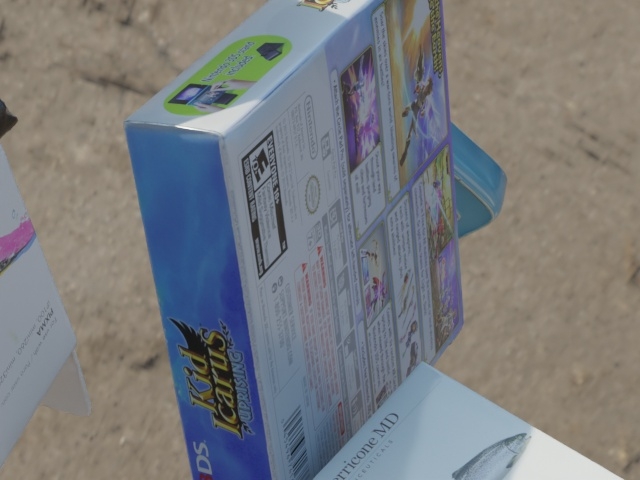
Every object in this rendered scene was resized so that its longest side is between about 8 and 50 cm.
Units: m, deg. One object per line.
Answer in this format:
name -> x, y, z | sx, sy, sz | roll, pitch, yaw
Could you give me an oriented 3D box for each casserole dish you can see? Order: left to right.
casserole dish -> 0.073, -0.044, 1.274 | 0.188, 0.114, 0.037 | 36, 38, -45

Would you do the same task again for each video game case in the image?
video game case -> 0.000, 0.000, 0.886 | 0.061, 0.269, 0.244 | 11, 35, 26

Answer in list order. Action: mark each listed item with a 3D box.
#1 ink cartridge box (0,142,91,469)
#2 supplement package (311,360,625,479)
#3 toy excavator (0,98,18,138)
ink cartridge box -> -0.153, 0.010, 0.511 | 0.115, 0.198, 0.067 | 13, 53, 19
supplement package -> 0.097, 0.166, 0.845 | 0.179, 0.105, 0.105 | 29, 63, 32
toy excavator -> -0.537, -0.224, 1.508 | 0.445, 0.433, 0.222 | 44, 82, 4
